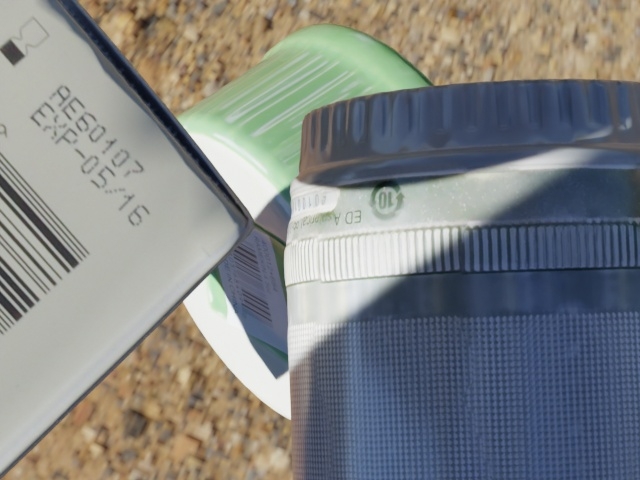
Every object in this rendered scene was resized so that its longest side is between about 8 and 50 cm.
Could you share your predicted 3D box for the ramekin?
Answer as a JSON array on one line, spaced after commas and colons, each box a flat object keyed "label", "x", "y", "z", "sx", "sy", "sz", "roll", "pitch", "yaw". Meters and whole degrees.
[{"label": "ramekin", "x": 0.000, "y": 0.000, "z": 1.377, "sx": 0.303, "sy": 0.148, "sz": 0.303, "roll": 39, "pitch": 147, "yaw": 33}]

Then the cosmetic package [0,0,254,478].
[{"label": "cosmetic package", "x": -0.164, "y": -0.011, "z": 0.642, "sx": 0.160, "sy": 0.309, "sz": 0.113, "roll": -44, "pitch": 111, "yaw": -12}]

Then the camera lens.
[{"label": "camera lens", "x": 0.093, "y": 0.072, "z": 0.876, "sx": 0.219, "sy": 0.219, "sz": 0.274, "roll": -3, "pitch": 86, "yaw": 11}]
